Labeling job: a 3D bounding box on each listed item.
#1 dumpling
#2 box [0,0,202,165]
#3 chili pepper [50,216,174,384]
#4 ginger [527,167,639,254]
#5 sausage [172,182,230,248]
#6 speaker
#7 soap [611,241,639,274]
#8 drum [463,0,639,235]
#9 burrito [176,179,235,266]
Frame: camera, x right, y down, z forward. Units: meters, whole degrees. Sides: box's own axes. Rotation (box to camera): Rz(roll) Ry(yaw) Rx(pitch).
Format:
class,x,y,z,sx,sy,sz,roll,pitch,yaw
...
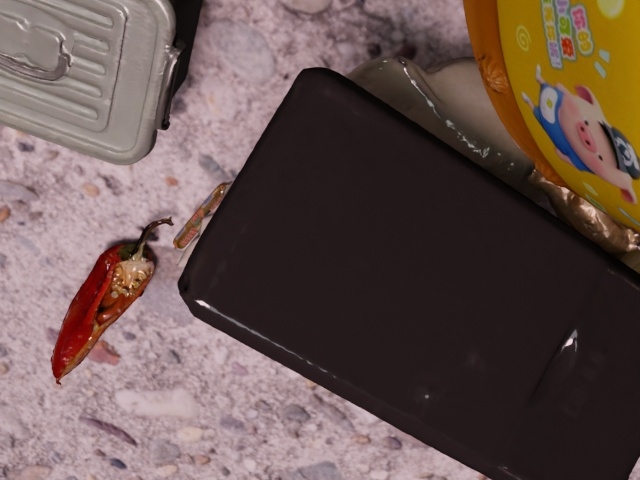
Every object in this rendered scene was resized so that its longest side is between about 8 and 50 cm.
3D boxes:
class,x,y,z,sx,sy,sz,roll,pitch,yaw
dumpling,0.116,-0.074,0.745,0.166,0.215,0.126,-31,72,55
box,-0.215,-0.184,0.752,0.243,0.135,0.163,19,123,2
chili pepper,-0.227,0.061,0.950,0.268,0.059,0.050,-50,61,34
ginger,0.210,-0.159,0.656,0.147,0.081,0.334,9,94,-27
sausage,-0.116,-0.023,0.890,0.015,0.015,0.100,39,121,-10
speaker,0.095,0.055,0.678,0.388,0.184,0.180,32,86,-12
soap,0.319,0.014,0.794,0.092,0.037,0.252,40,121,-9
drum,0.302,-0.162,0.485,0.431,0.214,0.431,-9,116,-19
burrito,0.095,0.062,0.795,0.445,0.101,0.139,28,89,-23
